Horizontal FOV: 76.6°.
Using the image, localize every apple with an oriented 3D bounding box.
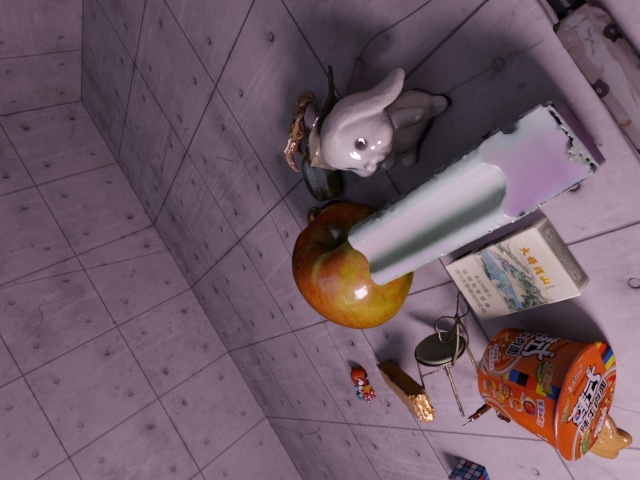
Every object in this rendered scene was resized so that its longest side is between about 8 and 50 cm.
[{"bbox_3d":[0.094,0.074,1.127,0.340,0.340,0.339,29,134,36],"label":"apple"}]

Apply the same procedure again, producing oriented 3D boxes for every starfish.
[{"bbox_3d":[-0.070,-0.327,1.225,0.071,0.215,0.238,14,169,1],"label":"starfish"}]

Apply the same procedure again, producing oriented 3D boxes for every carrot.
[{"bbox_3d":[0.000,0.000,1.419,0.062,0.066,0.270,-92,-8,-62],"label":"carrot"}]

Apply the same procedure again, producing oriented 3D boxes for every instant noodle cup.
[{"bbox_3d":[0.491,0.313,0.896,0.192,0.251,0.250,12,123,56],"label":"instant noodle cup"}]

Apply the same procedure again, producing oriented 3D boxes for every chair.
[{"bbox_3d":[0.343,0.304,1.129,0.170,0.160,0.325,1,119,52],"label":"chair"}]

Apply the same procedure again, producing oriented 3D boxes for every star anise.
[{"bbox_3d":[0.465,0.439,1.085,0.158,0.144,0.140,37,129,30],"label":"star anise"}]

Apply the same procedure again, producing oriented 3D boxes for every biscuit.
[{"bbox_3d":[0.264,0.466,1.286,0.094,0.054,0.379,64,173,1],"label":"biscuit"},{"bbox_3d":[0.662,0.456,0.955,0.118,0.023,0.139,-9,106,53],"label":"biscuit"}]

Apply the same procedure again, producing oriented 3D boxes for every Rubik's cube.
[{"bbox_3d":[0.494,0.800,1.334,0.092,0.092,0.092,-7,108,52],"label":"Rubik's cube"}]

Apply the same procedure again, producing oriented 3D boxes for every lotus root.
[{"bbox_3d":[-0.002,-0.211,1.245,0.113,0.088,0.191,-10,107,33],"label":"lotus root"}]

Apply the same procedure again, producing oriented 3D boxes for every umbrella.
[{"bbox_3d":[0.471,-0.270,0.649,0.073,0.067,0.337,-36,84,41],"label":"umbrella"}]

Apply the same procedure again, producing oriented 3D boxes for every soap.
[{"bbox_3d":[0.292,-0.082,0.820,0.446,0.262,0.156,-37,81,46],"label":"soap"}]

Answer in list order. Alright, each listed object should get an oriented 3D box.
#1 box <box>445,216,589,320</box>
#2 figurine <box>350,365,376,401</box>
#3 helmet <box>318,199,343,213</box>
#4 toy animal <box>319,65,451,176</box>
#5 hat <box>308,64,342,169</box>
[{"bbox_3d":[0.435,0.075,0.927,0.164,0.069,0.256,57,144,4],"label":"box"},{"bbox_3d":[0.162,0.561,1.599,0.075,0.068,0.140,-22,90,57],"label":"figurine"},{"bbox_3d":[0.049,-0.084,1.282,0.098,0.070,0.123,43,164,2],"label":"helmet"},{"bbox_3d":[0.133,-0.262,0.916,0.174,0.289,0.249,46,121,23],"label":"toy animal"},{"bbox_3d":[0.051,-0.290,1.007,0.245,0.149,0.214,160,124,-79],"label":"hat"}]
